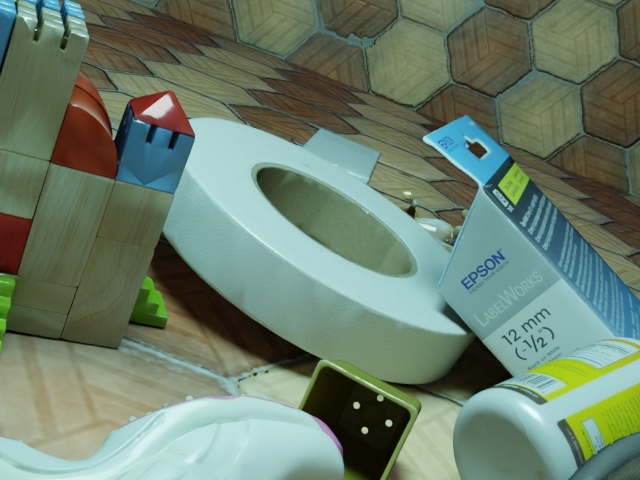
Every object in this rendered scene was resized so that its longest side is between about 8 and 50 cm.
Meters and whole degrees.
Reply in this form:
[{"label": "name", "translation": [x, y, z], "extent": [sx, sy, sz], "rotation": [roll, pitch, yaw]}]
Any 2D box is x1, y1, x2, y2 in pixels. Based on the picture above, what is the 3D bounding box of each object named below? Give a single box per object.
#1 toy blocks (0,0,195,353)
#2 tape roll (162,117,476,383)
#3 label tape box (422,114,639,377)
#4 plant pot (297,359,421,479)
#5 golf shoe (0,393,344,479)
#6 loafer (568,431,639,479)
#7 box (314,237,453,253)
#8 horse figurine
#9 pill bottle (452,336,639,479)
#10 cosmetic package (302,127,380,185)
[{"label": "toy blocks", "translation": [-0.254, -0.076, 0.651], "extent": [0.382, 0.260, 0.190], "rotation": [15, 21, -25]}, {"label": "tape roll", "translation": [0.000, 0.000, 0.944], "extent": [0.392, 0.072, 0.392], "rotation": [29, 18, -10]}, {"label": "label tape box", "translation": [0.220, 0.034, 0.935], "extent": [0.347, 0.115, 0.249], "rotation": [47, 21, 3]}, {"label": "plant pot", "translation": [0.030, 0.140, 0.668], "extent": [0.081, 0.081, 0.083], "rotation": [27, 6, 16]}, {"label": "golf shoe", "translation": [-0.098, 0.160, 0.429], "extent": [0.306, 0.115, 0.140], "rotation": [-2, 39, -39]}, {"label": "loafer", "translation": [0.293, 0.224, 0.619], "extent": [0.366, 0.133, 0.130], "rotation": [9, 21, -34]}, {"label": "box", "translation": [0.066, -0.004, 1.161], "extent": [0.324, 0.063, 0.067], "rotation": [27, 17, 17]}, {"label": "horse figurine", "translation": [0.167, -0.012, 1.252], "extent": [0.263, 0.066, 0.174], "rotation": [19, -13, 15]}, {"label": "pill bottle", "translation": [0.218, 0.149, 0.708], "extent": [0.215, 0.117, 0.117], "rotation": [-14, 35, -35]}, {"label": "cosmetic package", "translation": [0.022, -0.106, 1.386], "extent": [0.117, 0.085, 0.231], "rotation": [22, 19, 3]}]
